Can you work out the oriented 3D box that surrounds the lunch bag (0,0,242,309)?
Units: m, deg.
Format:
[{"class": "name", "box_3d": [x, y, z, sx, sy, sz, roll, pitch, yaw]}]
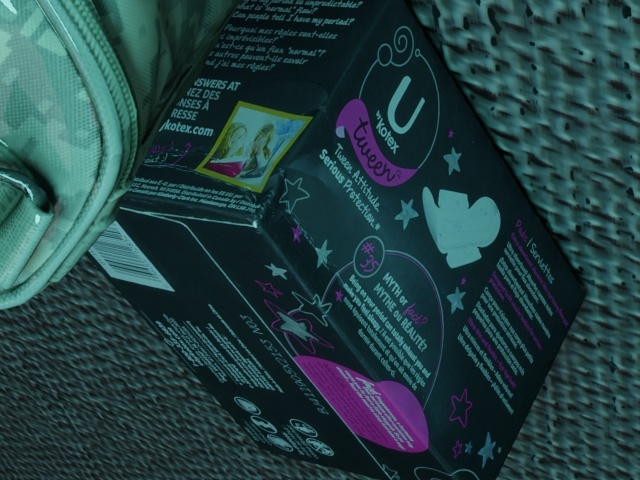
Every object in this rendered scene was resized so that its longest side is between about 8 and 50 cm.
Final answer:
[{"class": "lunch bag", "box_3d": [-0.139, -0.131, 0.633, 0.256, 0.305, 0.212, 38, 119, -10]}]

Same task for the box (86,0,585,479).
[{"class": "box", "box_3d": [0.000, 0.000, 0.952, 0.163, 0.142, 0.247, 10, 149, 40]}]
